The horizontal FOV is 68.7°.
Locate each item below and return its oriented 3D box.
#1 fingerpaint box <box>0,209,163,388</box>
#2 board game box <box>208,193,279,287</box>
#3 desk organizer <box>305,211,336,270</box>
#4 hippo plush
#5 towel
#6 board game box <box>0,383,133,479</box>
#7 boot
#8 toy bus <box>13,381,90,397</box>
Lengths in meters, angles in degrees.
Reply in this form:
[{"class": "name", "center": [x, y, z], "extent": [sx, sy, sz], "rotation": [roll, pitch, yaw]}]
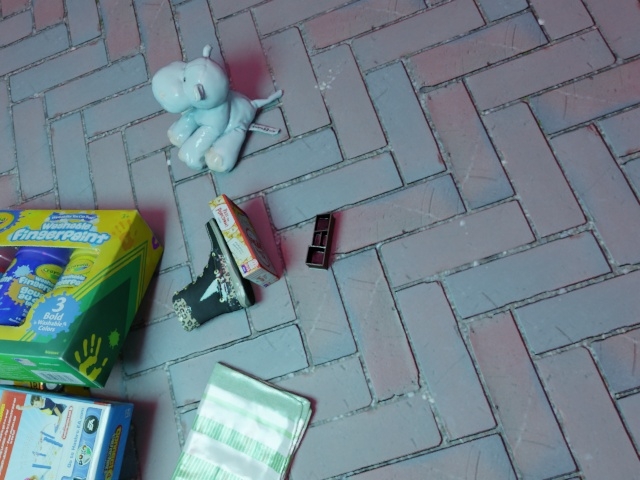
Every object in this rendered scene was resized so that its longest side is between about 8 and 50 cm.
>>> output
[{"class": "fingerpaint box", "center": [-0.646, 0.112, 1.056], "extent": [0.445, 0.163, 0.370], "rotation": [2, 52, 12]}, {"class": "board game box", "center": [-0.172, 0.005, 1.065], "extent": [0.045, 0.147, 0.193], "rotation": [-30, 72, 3]}, {"class": "desk organizer", "center": [0.000, 0.000, 1.082], "extent": [0.047, 0.050, 0.130], "rotation": [6, 76, 13]}, {"class": "hippo plush", "center": [-0.270, -0.306, 1.121], "extent": [0.295, 0.236, 0.234], "rotation": [-1, 75, 11]}, {"class": "towel", "center": [-0.180, 0.458, 1.002], "extent": [0.248, 0.038, 0.324], "rotation": [17, 79, 16]}, {"class": "board game box", "center": [-0.560, 0.463, 0.934], "extent": [0.302, 0.086, 0.307], "rotation": [4, 75, 13]}, {"class": "boot", "center": [-0.272, 0.080, 1.098], "extent": [0.179, 0.085, 0.236], "rotation": [-27, 72, 6]}, {"class": "toy bus", "center": [-0.597, 0.398, 1.063], "extent": [0.130, 0.108, 0.332], "rotation": [-22, 72, 5]}]
